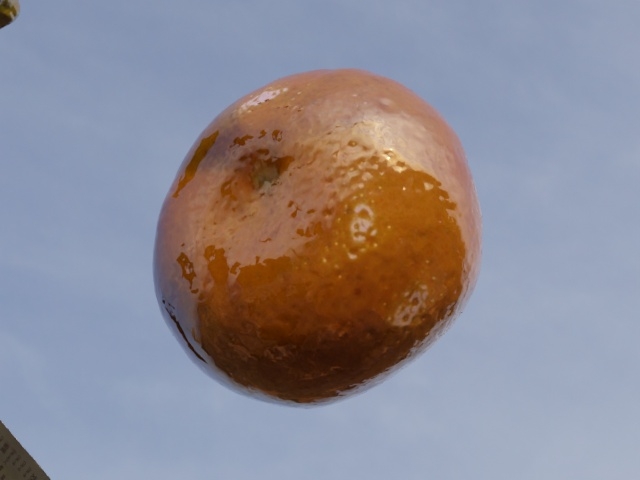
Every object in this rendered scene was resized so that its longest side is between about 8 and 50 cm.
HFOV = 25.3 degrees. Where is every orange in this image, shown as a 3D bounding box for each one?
[{"bbox_3d":[0.000,0.000,0.985,0.240,0.240,0.171,-33,-27,14],"label":"orange"}]

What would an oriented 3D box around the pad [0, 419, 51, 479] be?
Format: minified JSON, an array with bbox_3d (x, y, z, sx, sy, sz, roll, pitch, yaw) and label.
[{"bbox_3d":[-0.332,0.214,1.173,0.159,0.009,0.265,47,-58,9],"label":"pad"}]

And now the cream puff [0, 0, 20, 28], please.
[{"bbox_3d":[-0.313,-0.213,1.134,0.146,0.116,0.146,-14,-27,-7],"label":"cream puff"}]
